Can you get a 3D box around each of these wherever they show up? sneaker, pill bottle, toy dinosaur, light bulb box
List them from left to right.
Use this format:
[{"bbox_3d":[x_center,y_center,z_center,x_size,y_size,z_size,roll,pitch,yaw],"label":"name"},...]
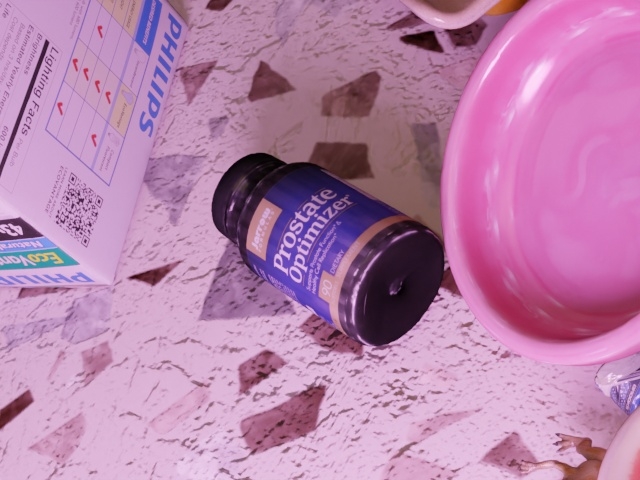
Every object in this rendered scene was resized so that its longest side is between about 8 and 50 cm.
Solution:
[{"bbox_3d":[-0.356,-0.179,1.378,0.225,0.361,0.358,-2,61,28],"label":"light bulb box"},{"bbox_3d":[0.000,0.000,1.237,0.219,0.123,0.123,31,79,39],"label":"pill bottle"},{"bbox_3d":[0.222,0.183,1.049,0.092,0.183,0.053,-4,100,55],"label":"toy dinosaur"},{"bbox_3d":[0.295,0.098,1.082,0.135,0.052,0.058,-38,61,11],"label":"sneaker"}]

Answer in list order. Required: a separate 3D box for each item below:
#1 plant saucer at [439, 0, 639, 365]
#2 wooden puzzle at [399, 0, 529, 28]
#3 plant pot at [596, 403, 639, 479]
[{"bbox_3d":[0.236,-0.059,1.104,0.332,0.084,0.332,-18,68,52],"label":"plant saucer"},{"bbox_3d":[0.201,-0.345,1.334,0.348,0.080,0.322,-34,34,-1],"label":"wooden puzzle"},{"bbox_3d":[0.305,0.213,0.880,0.275,0.243,0.275,-13,56,20],"label":"plant pot"}]
